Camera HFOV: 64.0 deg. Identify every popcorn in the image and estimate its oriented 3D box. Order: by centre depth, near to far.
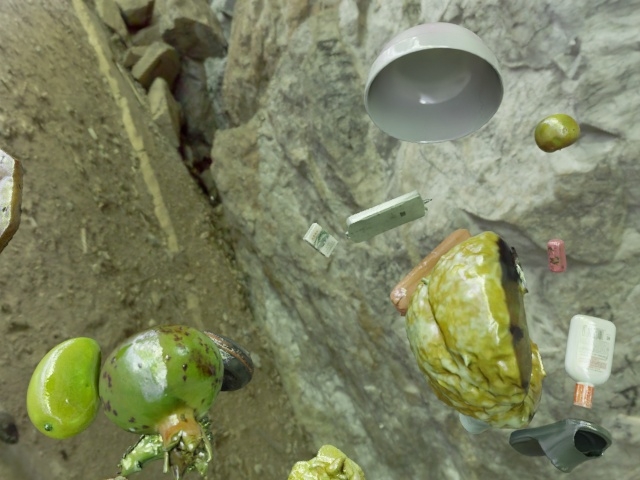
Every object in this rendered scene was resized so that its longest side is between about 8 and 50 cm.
[{"bbox_3d":[0.015,0.542,1.101,0.187,0.185,0.167,38,14,-53],"label":"popcorn"}]

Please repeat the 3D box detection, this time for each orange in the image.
[{"bbox_3d":[0.259,0.168,0.863,0.368,0.211,0.270,61,24,-43],"label":"orange"}]

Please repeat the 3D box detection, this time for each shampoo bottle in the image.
[{"bbox_3d":[0.663,0.300,1.268,0.051,0.108,0.220,76,28,-76],"label":"shampoo bottle"}]

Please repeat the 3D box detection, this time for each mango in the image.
[{"bbox_3d":[-0.695,0.399,1.396,0.186,0.149,0.272,13,54,-40],"label":"mango"}]

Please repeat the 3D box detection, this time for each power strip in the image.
[{"bbox_3d":[0.165,-0.060,1.248,0.080,0.227,0.029,65,5,-47],"label":"power strip"}]

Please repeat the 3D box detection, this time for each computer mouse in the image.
[{"bbox_3d":[-0.323,0.321,1.375,0.116,0.324,0.182,-70,151,-49],"label":"computer mouse"}]

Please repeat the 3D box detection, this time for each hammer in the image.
[{"bbox_3d":[0.572,0.037,1.243,0.043,0.043,0.083,-124,-159,-74],"label":"hammer"}]

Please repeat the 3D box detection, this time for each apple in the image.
[{"bbox_3d":[0.503,-0.227,1.089,0.089,0.090,0.074,90,-12,-85],"label":"apple"}]

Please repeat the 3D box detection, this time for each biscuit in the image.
[{"bbox_3d":[-0.721,-0.044,0.990,0.359,0.359,0.046,63,6,27],"label":"biscuit"}]

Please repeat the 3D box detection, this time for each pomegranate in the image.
[{"bbox_3d":[-0.303,0.289,0.959,0.285,0.231,0.230,-95,164,-52],"label":"pomegranate"}]

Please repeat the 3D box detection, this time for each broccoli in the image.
[{"bbox_3d":[-0.394,0.572,1.408,0.180,0.273,0.242,27,-41,21],"label":"broccoli"}]

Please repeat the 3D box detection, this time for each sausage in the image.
[{"bbox_3d":[0.282,0.078,1.268,0.086,0.289,0.086,39,-27,24],"label":"sausage"}]

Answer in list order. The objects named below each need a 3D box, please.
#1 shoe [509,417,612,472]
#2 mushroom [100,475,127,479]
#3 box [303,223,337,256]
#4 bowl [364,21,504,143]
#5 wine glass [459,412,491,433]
[{"bbox_3d":[0.523,0.465,1.126,0.108,0.093,0.241,35,-38,-14],"label":"shoe"},{"bbox_3d":[-0.598,0.819,1.395,0.301,0.208,0.233,61,-2,37],"label":"mushroom"},{"bbox_3d":[0.000,0.000,1.361,0.083,0.054,0.024,40,-17,-22],"label":"box"},{"bbox_3d":[0.241,-0.353,1.110,0.287,0.287,0.143,67,25,-58],"label":"bowl"},{"bbox_3d":[0.419,0.403,1.253,0.093,0.093,0.202,63,-32,29],"label":"wine glass"}]
